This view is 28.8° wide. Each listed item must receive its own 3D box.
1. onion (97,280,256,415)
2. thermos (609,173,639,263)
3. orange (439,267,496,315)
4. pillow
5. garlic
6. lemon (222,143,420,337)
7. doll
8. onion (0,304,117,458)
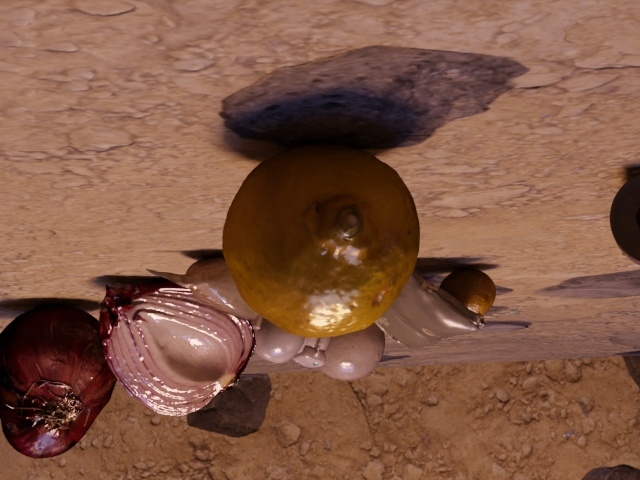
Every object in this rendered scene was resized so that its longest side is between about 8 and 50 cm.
[{"bbox_3d":[-0.249,0.139,2.002,0.283,0.227,0.120,45,-175,-31],"label":"onion"},{"bbox_3d":[0.399,-0.024,1.420,0.137,0.105,0.193,-36,166,9],"label":"thermos"},{"bbox_3d":[0.229,0.084,1.970,0.085,0.085,0.095,8,172,-43],"label":"orange"},{"bbox_3d":[0.145,0.111,1.965,0.169,0.059,0.255,42,160,-5],"label":"pillow"},{"bbox_3d":[-0.147,0.064,1.788,0.128,0.090,0.198,7,178,22],"label":"garlic"},{"bbox_3d":[0.000,0.000,1.192,0.188,0.188,0.257,1,175,-16],"label":"lemon"},{"bbox_3d":[-0.015,0.177,2.270,0.287,0.151,0.151,11,163,-40],"label":"doll"},{"bbox_3d":[-0.469,0.247,2.187,0.221,0.281,0.281,7,166,-25],"label":"onion"}]
